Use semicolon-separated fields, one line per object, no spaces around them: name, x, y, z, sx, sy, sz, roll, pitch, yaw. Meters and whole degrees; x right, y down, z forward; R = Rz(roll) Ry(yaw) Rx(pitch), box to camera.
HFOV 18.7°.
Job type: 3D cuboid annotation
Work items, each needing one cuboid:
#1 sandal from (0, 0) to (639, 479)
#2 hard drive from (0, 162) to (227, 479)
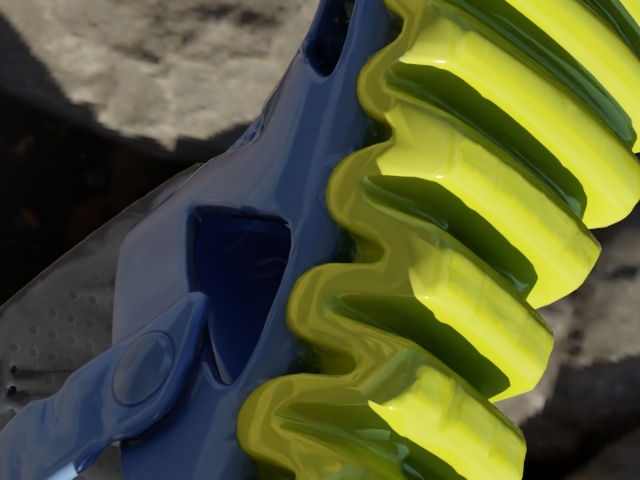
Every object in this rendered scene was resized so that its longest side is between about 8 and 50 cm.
sandal;0.000;0.000;0.520;0.126;0.138;0.317;46;59;-42
hard drive;-0.072;0.102;0.711;0.172;0.255;0.054;56;31;10
